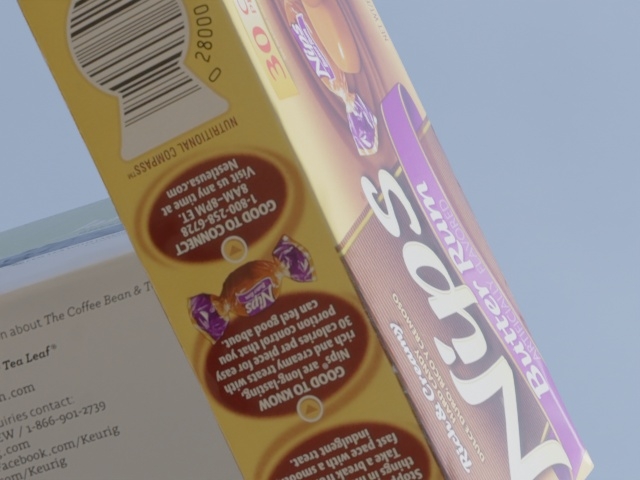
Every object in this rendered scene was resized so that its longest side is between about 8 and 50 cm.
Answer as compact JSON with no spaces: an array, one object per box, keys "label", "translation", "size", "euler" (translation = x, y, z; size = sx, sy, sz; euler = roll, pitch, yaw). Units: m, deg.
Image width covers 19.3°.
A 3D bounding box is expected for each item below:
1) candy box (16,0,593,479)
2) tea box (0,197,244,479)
[{"label":"candy box","translation":[0.000,0.000,0.480],"size":[0.053,0.109,0.186],"euler":[-26,-89,21]},{"label":"tea box","translation":[-0.170,0.117,1.023],"size":[0.329,0.323,0.220],"euler":[-18,-81,4]}]
